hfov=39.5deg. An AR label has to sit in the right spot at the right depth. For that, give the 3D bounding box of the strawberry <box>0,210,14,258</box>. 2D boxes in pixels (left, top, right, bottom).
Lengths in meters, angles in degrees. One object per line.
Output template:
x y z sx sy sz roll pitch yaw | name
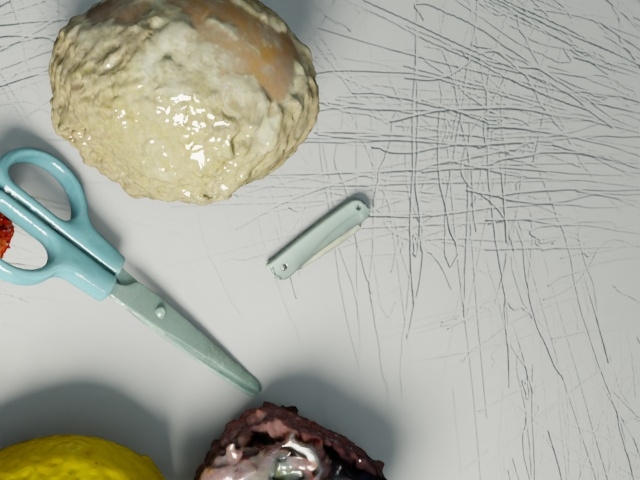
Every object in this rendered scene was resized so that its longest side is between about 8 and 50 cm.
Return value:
-0.431 -0.009 1.045 0.131 0.131 0.148 28 54 -15 | strawberry

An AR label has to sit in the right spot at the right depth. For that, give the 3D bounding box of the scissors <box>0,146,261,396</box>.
-0.234 0.068 1.109 0.029 0.192 0.447 -31 119 32 | scissors

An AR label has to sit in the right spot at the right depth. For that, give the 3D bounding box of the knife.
0.000 0.000 1.205 0.162 0.023 0.044 -37 106 -11 | knife

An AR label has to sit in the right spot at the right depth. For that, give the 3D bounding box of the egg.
-0.156 -0.173 1.036 0.310 0.279 0.279 3 93 12 | egg

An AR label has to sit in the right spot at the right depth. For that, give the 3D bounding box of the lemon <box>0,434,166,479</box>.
-0.306 0.379 0.996 0.336 0.336 0.336 -1 93 -15 | lemon

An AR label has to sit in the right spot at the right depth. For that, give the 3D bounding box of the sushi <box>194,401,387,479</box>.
-0.033 0.343 1.119 0.270 0.171 0.236 31 78 -4 | sushi
